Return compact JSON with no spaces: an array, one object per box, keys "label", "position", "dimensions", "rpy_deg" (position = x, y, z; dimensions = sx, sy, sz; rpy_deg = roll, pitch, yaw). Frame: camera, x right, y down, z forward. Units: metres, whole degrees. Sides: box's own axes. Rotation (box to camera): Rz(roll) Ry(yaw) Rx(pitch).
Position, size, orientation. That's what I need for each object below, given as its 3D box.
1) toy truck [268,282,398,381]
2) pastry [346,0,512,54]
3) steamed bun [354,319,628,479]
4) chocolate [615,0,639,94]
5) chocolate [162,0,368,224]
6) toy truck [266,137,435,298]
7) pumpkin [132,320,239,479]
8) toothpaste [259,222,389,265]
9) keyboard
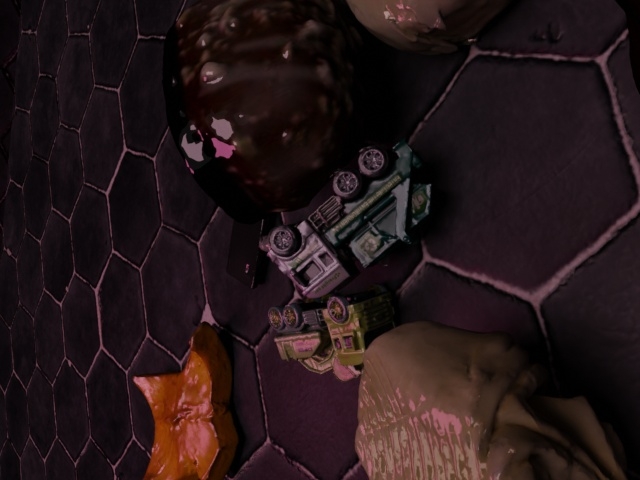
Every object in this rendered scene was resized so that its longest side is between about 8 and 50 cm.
[{"label":"toy truck","position":[0.016,0.130,0.776],"dimensions":[0.191,0.085,0.116],"rpy_deg":[-16,88,47]},{"label":"pastry","position":[0.123,-0.343,0.632],"dimensions":[0.265,0.133,0.264],"rpy_deg":[-2,87,43]},{"label":"steamed bun","position":[0.162,0.232,0.543],"dimensions":[0.289,0.203,0.276],"rpy_deg":[57,138,48]},{"label":"chocolate","position":[0.328,-0.174,0.287],"dimensions":[0.383,0.384,0.331],"rpy_deg":[61,143,28]},{"label":"chocolate","position":[-0.047,-0.205,0.729],"dimensions":[0.210,0.225,0.340],"rpy_deg":[-25,53,23]},{"label":"toy truck","position":[0.048,-0.017,0.697],"dimensions":[0.216,0.110,0.116],"rpy_deg":[-41,79,12]},{"label":"pumpkin","position":[-0.243,0.317,1.045],"dimensions":[0.290,0.095,0.258],"rpy_deg":[-33,62,38]},{"label":"toothpaste","position":[0.000,0.000,0.822],"dimensions":[0.248,0.047,0.078],"rpy_deg":[-4,80,44]},{"label":"keyboard","position":[-0.099,-0.083,0.941],"dimensions":[0.106,0.027,0.317],"rpy_deg":[25,108,48]}]
